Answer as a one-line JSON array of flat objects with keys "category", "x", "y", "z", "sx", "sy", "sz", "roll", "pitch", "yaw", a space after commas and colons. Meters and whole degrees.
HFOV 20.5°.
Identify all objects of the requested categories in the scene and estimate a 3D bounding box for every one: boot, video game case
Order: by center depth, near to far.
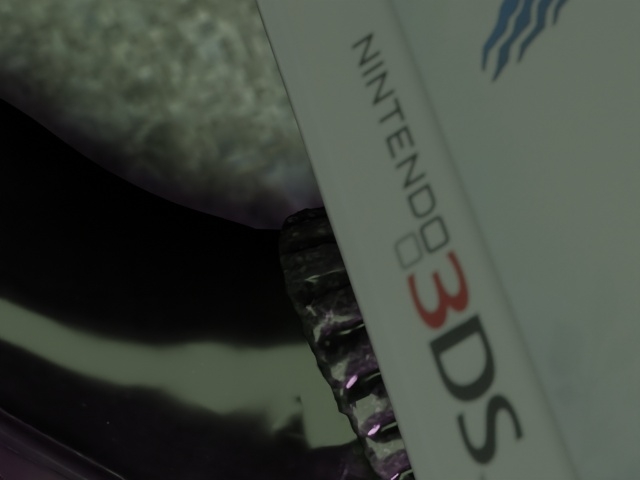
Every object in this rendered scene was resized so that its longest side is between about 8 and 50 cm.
[{"category": "video game case", "x": 0.143, "y": -0.063, "z": 0.453, "sx": 0.329, "sy": 0.300, "sz": 0.036, "roll": -32, "pitch": 146, "yaw": 21}, {"category": "boot", "x": 0.002, "y": -0.001, "z": 0.624, "sx": 0.348, "sy": 0.131, "sz": 0.260, "roll": 39, "pitch": 119, "yaw": -11}]

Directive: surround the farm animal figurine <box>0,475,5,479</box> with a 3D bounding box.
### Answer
[{"category": "farm animal figurine", "x": -0.127, "y": 0.209, "z": 0.636, "sx": 0.330, "sy": 0.172, "sz": 0.327, "roll": -3, "pitch": 135, "yaw": 44}]
